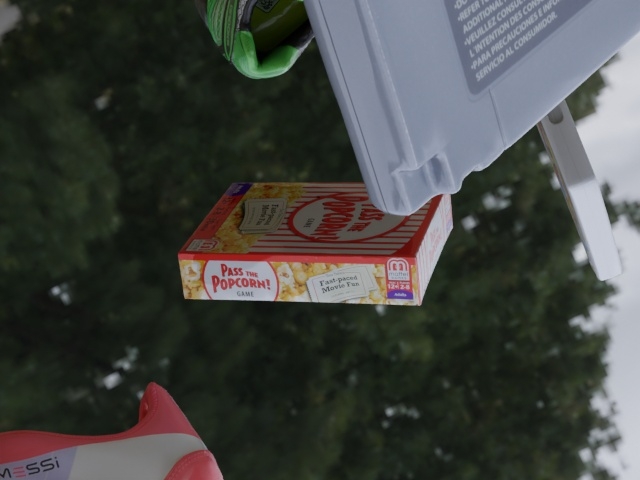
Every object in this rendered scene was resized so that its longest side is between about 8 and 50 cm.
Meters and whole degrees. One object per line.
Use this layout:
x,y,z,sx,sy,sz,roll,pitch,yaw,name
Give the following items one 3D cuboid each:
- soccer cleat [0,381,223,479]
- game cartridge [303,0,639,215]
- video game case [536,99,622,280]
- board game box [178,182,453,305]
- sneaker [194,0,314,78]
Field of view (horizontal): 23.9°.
-0.152,0.126,0.604,0.248,0.095,0.083,-12,156,-29,soccer cleat
0.099,-0.171,0.722,0.062,0.198,0.297,8,-141,46,game cartridge
0.191,-0.093,1.234,0.026,0.206,0.227,-21,157,9,video game case
0.000,0.000,1.234,0.194,0.045,0.147,1,-155,15,board game box
0.023,-0.287,1.390,0.343,0.134,0.146,-52,-141,25,sneaker
